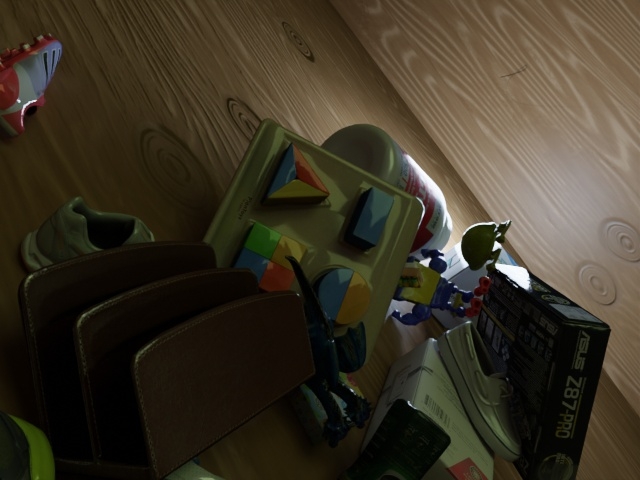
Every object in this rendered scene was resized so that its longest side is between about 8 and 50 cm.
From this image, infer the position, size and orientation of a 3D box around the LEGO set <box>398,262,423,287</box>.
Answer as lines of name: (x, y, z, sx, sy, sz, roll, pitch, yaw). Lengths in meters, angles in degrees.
LEGO set: (0.060, 0.055, 1.154, 0.287, 0.132, 0.107, 33, 28, 18)

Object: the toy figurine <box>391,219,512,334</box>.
toy figurine: (0.259, 0.081, 1.286, 0.217, 0.362, 0.191, 22, -8, 3)

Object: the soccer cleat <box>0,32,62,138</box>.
soccer cleat: (-0.450, -0.242, 0.852, 0.248, 0.083, 0.095, -95, 166, -56)

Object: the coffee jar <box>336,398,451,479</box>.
coffee jar: (0.099, 0.330, 0.813, 0.096, 0.184, 0.079, 43, -13, -11)

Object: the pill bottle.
pill bottle: (0.166, -0.092, 1.368, 0.408, 0.229, 0.229, 31, 30, -50)

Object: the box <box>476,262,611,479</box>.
box: (0.412, 0.247, 1.130, 0.097, 0.318, 0.395, 8, 11, -3)

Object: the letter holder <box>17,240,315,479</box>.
letter holder: (-0.155, 0.103, 0.648, 0.302, 0.152, 0.214, -13, 95, -62)

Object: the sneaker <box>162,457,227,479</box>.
sneaker: (-0.087, 0.356, 0.533, 0.323, 0.130, 0.236, 45, 32, 6)

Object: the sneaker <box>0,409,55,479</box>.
sneaker: (-0.245, 0.234, 0.397, 0.300, 0.111, 0.121, 46, -23, 37)

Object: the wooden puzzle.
wooden puzzle: (0.000, 0.000, 0.931, 0.348, 0.080, 0.322, 28, 72, -16)

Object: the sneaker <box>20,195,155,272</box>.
sneaker: (-0.241, 0.032, 0.740, 0.263, 0.121, 0.099, 27, 34, -38)

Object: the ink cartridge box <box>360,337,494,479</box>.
ink cartridge box: (0.210, 0.343, 1.020, 0.207, 0.117, 0.283, 48, 27, -2)

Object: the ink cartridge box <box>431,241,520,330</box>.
ink cartridge box: (0.428, 0.129, 1.540, 0.198, 0.197, 0.270, 47, 27, -3)

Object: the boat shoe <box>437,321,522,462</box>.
boat shoe: (0.308, 0.272, 1.031, 0.095, 0.084, 0.258, 10, 47, -53)

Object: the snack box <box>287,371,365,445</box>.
snack box: (0.015, 0.263, 0.917, 0.141, 0.037, 0.100, -2, 54, -56)

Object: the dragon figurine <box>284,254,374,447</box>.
dragon figurine: (0.012, 0.156, 0.804, 0.144, 0.289, 0.085, 20, 28, 37)
